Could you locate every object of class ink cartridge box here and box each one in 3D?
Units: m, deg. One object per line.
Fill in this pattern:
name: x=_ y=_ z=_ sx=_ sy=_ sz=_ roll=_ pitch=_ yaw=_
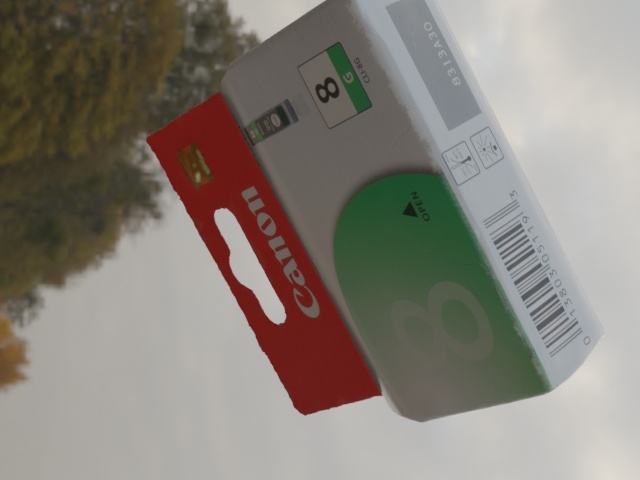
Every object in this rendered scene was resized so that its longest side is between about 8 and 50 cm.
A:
ink cartridge box: x=0.000 y=0.000 z=0.592 sx=0.224 sy=0.056 sz=0.181 roll=-24 pitch=-84 yaw=48
